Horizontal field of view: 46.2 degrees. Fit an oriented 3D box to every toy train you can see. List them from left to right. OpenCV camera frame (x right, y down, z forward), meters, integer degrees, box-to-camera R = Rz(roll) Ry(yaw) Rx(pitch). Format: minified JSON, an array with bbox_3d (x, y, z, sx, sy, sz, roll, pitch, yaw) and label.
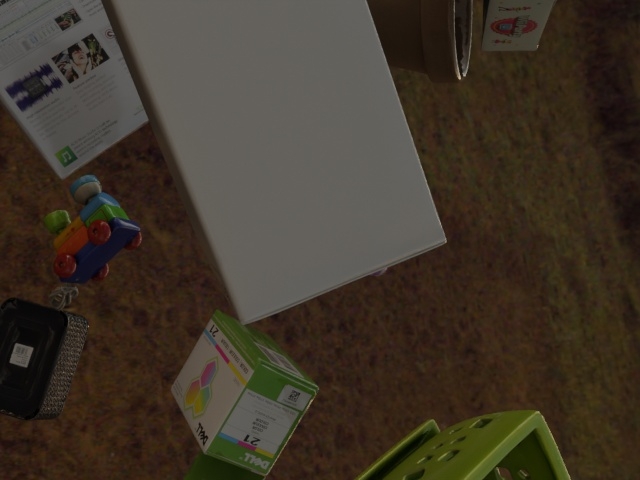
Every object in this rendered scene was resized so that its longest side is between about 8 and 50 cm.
[{"bbox_3d":[-0.442,0.011,1.312,0.143,0.248,0.105,54,14,20],"label":"toy train"}]

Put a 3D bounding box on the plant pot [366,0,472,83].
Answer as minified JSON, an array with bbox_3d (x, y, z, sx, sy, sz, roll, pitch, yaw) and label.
[{"bbox_3d":[0.145,-0.416,1.348,0.263,0.229,0.263,4,90,-73],"label":"plant pot"}]

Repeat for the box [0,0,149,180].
[{"bbox_3d":[-0.343,-0.273,0.983,0.232,0.058,0.322,-38,106,-17],"label":"box"}]

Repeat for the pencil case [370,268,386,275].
[{"bbox_3d":[0.000,0.000,1.053,0.206,0.088,0.086,11,102,-22],"label":"pencil case"}]

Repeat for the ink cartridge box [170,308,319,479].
[{"bbox_3d":[-0.135,0.244,0.963,0.097,0.189,0.255,31,89,-27],"label":"ink cartridge box"}]

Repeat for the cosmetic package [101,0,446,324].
[{"bbox_3d":[-0.062,-0.150,0.522,0.197,0.155,0.365,-154,-136,-75],"label":"cosmetic package"}]

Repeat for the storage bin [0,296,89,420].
[{"bbox_3d":[-0.473,0.194,1.230,0.084,0.122,0.180,59,46,-76],"label":"storage bin"}]

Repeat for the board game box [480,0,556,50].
[{"bbox_3d":[0.300,-0.468,1.127,0.224,0.098,0.303,35,58,-80],"label":"board game box"}]

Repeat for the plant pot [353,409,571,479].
[{"bbox_3d":[0.158,0.347,0.890,0.227,0.207,0.228,-29,100,-37],"label":"plant pot"}]
